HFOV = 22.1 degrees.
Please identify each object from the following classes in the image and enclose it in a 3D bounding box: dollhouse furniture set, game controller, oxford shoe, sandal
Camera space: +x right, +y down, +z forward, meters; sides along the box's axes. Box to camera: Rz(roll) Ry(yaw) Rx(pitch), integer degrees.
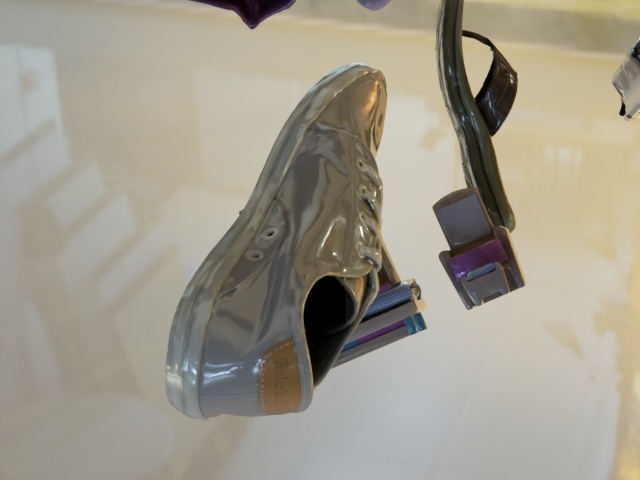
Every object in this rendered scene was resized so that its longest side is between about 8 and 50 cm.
[{"bbox_3d":[0.035,0.013,1.645,0.286,0.198,0.303,-24,176,9],"label":"dollhouse furniture set"},{"bbox_3d":[0.386,-0.139,1.748,0.166,0.067,0.319,40,-177,5],"label":"game controller"},{"bbox_3d":[0.000,0.000,1.445,0.130,0.169,0.449,10,-141,15],"label":"oxford shoe"},{"bbox_3d":[0.192,-0.156,1.894,0.086,0.302,0.120,-15,-171,1],"label":"sandal"}]

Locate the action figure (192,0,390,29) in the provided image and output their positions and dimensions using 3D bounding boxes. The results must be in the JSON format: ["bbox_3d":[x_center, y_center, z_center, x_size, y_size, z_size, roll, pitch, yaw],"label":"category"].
[{"bbox_3d":[-0.097,-0.278,1.389,0.276,0.248,0.370,-13,-165,10],"label":"action figure"}]
